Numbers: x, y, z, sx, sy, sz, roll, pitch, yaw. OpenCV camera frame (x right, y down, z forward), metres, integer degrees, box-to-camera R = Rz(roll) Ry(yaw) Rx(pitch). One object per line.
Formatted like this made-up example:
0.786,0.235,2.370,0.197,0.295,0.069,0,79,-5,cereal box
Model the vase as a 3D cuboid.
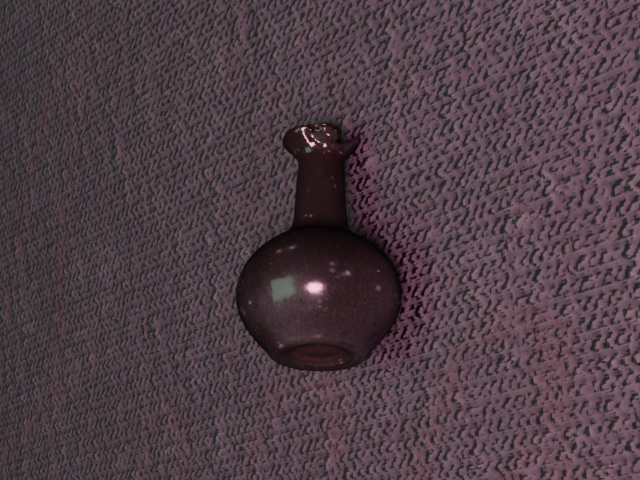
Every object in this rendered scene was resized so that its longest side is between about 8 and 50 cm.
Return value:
0.000,0.000,1.193,0.120,0.120,0.183,-27,54,50,vase
